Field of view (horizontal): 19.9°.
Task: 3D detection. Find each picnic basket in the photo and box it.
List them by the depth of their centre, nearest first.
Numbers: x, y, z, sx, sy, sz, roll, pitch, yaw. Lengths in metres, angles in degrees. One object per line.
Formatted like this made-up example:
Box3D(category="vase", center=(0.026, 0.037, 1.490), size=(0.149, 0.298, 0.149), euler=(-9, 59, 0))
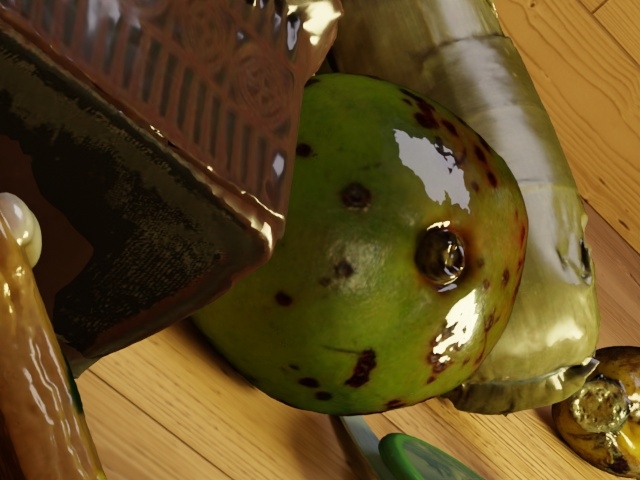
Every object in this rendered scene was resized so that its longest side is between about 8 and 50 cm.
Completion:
Box3D(category="picnic basket", center=(-0.130, -0.062, 0.704), size=(0.297, 0.222, 0.129), euler=(37, 33, -42))

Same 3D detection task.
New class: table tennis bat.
Box3D(category="table tennis bat", center=(0.124, 0.187, 1.013), size=(0.160, 0.039, 0.257), euler=(31, 10, -44))

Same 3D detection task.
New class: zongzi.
Box3D(category="zongzi", center=(0.103, 0.007, 1.500), size=(0.393, 0.174, 0.356), euler=(97, -23, -65))

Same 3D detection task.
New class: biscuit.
Box3D(category="biscuit", center=(-0.069, 0.102, 0.558), size=(0.158, 0.035, 0.240), euler=(123, -54, -73))

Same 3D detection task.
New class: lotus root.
Box3D(category="lotus root", center=(0.278, 0.153, 1.641), size=(0.120, 0.120, 0.209), euler=(54, 16, 29))

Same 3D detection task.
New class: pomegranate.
Box3D(category="pomegranate", center=(0.000, 0.000, 1.029), size=(0.202, 0.202, 0.248), euler=(41, -15, -32))

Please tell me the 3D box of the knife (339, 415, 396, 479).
Box3D(category="knife", center=(0.063, 0.168, 1.051), size=(0.260, 0.034, 0.063), euler=(49, 12, 34))
